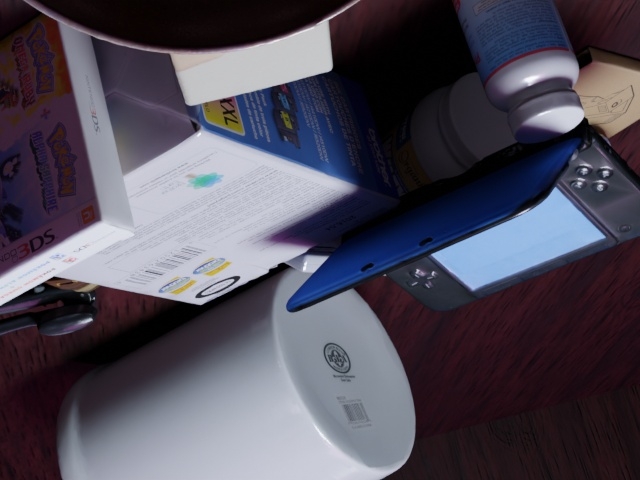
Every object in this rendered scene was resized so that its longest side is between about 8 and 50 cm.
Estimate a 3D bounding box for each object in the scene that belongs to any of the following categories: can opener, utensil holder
[{"bbox_3d":[-0.359,0.086,1.688,0.186,0.059,0.073,-7,-173,2],"label":"can opener"},{"bbox_3d":[-0.111,0.245,1.919,0.385,0.328,0.327,-31,156,27],"label":"utensil holder"}]

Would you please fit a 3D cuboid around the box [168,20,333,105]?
[{"bbox_3d":[-0.071,-0.229,0.952,0.121,0.148,0.311,-15,159,-2],"label":"box"}]

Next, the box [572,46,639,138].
[{"bbox_3d":[0.304,-0.158,1.605,0.201,0.021,0.164,6,150,-45],"label":"box"}]

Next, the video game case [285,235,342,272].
[{"bbox_3d":[0.000,0.000,1.598,0.212,0.023,0.193,3,-164,-43],"label":"video game case"}]

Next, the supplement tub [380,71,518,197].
[{"bbox_3d":[0.134,-0.077,1.505,0.144,0.144,0.199,-2,155,-34],"label":"supplement tub"}]

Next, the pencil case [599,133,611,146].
[{"bbox_3d":[0.232,-0.041,1.688,0.273,0.124,0.113,-17,117,18],"label":"pencil case"}]

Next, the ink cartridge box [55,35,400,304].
[{"bbox_3d":[-0.113,-0.064,1.340,0.270,0.151,0.395,-26,156,27],"label":"ink cartridge box"}]

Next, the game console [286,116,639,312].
[{"bbox_3d":[0.155,0.018,1.359,0.293,0.173,0.250,-24,133,33],"label":"game console"}]

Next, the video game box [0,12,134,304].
[{"bbox_3d":[-0.254,-0.062,1.158,0.187,0.205,0.048,-26,156,23],"label":"video game box"}]

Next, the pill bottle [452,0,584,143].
[{"bbox_3d":[0.181,-0.173,1.267,0.087,0.160,0.087,-14,159,-5],"label":"pill bottle"}]

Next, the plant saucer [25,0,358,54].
[{"bbox_3d":[-0.070,-0.257,0.747,0.310,0.311,0.050,-16,-164,-3],"label":"plant saucer"}]

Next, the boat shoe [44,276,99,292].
[{"bbox_3d":[-0.252,0.012,1.556,0.060,0.064,0.178,-1,157,-41],"label":"boat shoe"}]
